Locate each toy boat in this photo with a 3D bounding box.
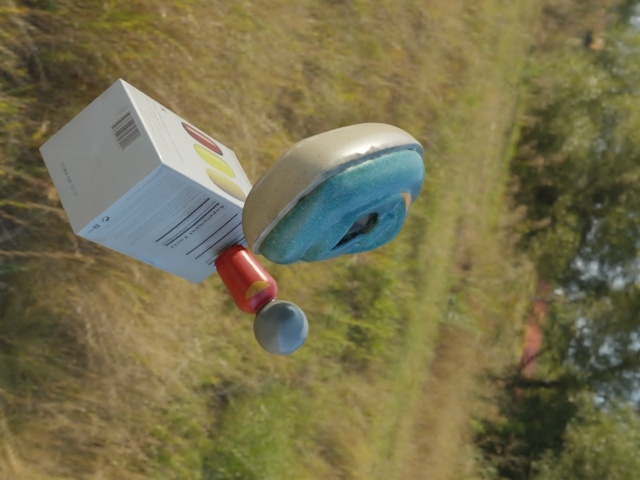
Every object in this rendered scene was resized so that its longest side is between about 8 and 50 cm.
[{"bbox_3d":[0.000,0.000,1.161,0.267,0.148,0.318,-20,159,-51],"label":"toy boat"}]

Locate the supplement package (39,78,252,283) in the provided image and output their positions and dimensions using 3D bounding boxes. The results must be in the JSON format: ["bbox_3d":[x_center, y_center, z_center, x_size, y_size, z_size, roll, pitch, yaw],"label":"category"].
[{"bbox_3d":[-0.191,-0.062,1.209,0.134,0.139,0.244,-37,151,13],"label":"supplement package"}]
